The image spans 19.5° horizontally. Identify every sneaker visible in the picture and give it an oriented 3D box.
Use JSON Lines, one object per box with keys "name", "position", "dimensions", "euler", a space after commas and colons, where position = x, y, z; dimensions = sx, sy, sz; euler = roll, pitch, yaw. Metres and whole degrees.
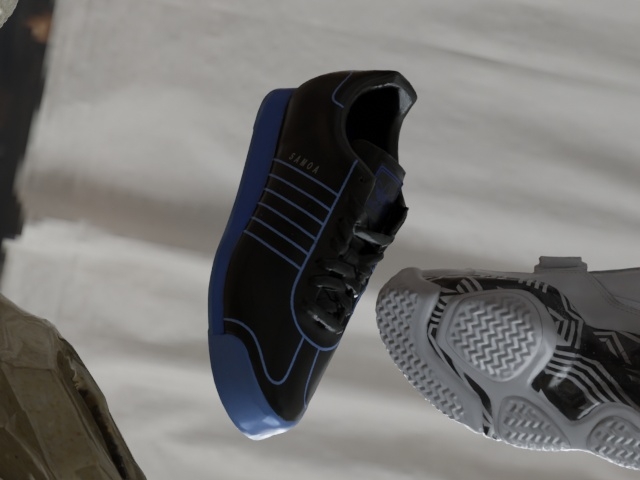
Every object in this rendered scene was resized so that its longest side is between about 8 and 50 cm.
{"name": "sneaker", "position": [0.239, 0.067, 1.453], "dimensions": [0.210, 0.365, 0.137], "euler": [-47, 143, -48]}
{"name": "sneaker", "position": [0.000, 0.000, 1.065], "dimensions": [0.090, 0.081, 0.232], "euler": [-12, -123, 34]}

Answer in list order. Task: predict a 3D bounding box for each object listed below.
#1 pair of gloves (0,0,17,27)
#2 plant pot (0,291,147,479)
{"name": "pair of gloves", "position": [-0.322, -0.117, 1.446], "dimensions": [0.240, 0.042, 0.204], "euler": [-55, 176, 8]}
{"name": "plant pot", "position": [-0.236, 0.132, 0.675], "dimensions": [0.305, 0.334, 0.334], "euler": [-35, -155, 7]}
